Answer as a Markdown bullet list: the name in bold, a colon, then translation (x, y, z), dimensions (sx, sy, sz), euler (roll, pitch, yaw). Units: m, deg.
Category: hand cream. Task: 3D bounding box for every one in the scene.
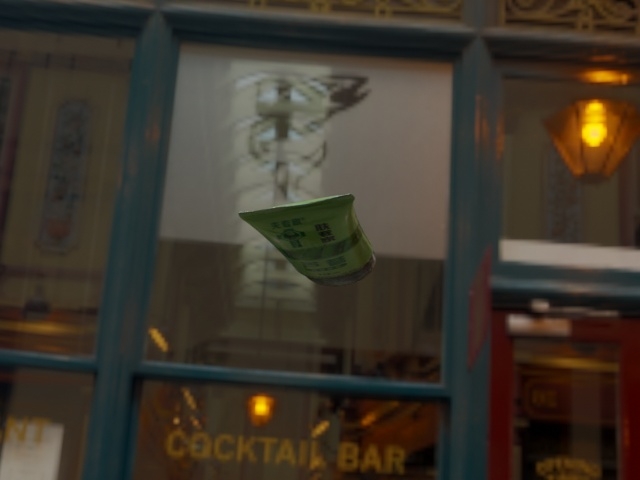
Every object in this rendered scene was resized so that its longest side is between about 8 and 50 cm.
- **hand cream**: translation (0.000, 0.000, 1.077), dimensions (0.095, 0.046, 0.175), euler (-8, -18, 11)
